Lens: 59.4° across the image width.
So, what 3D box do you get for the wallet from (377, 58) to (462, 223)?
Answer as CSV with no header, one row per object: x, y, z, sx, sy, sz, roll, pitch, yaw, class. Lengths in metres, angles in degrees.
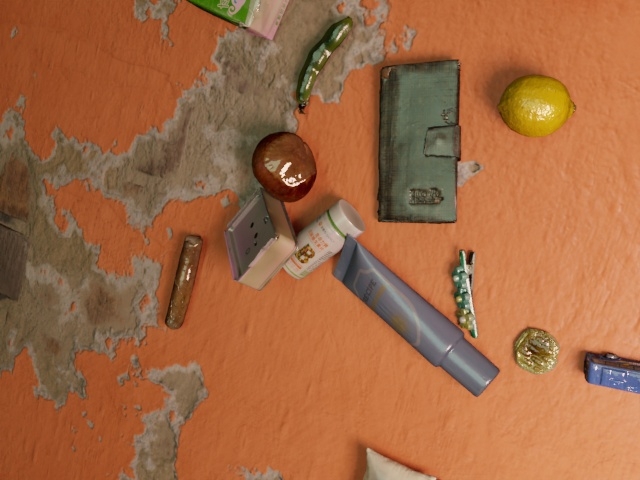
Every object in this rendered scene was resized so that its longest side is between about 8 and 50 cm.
0.194,-0.192,1.113,0.169,0.044,0.317,2,92,25,wallet

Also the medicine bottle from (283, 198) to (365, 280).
0.000,0.000,1.189,0.183,0.086,0.086,-39,74,22,medicine bottle

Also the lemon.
0.378,-0.235,0.985,0.133,0.109,0.109,7,94,10,lemon

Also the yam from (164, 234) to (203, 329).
-0.336,0.101,1.377,0.056,0.057,0.241,21,100,25,yam

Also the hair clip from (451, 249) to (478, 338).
0.278,0.103,1.079,0.049,0.049,0.173,-4,90,27,hair clip

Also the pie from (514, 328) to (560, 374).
0.396,0.204,1.028,0.084,0.020,0.084,0,90,27,pie

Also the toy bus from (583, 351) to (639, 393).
0.526,0.228,0.941,0.153,0.061,0.051,7,99,25,toy bus

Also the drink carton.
-0.204,-0.582,1.275,0.271,0.108,0.161,31,104,24,drink carton

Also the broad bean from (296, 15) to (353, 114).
-0.001,-0.382,1.214,0.069,0.039,0.227,35,106,29,broad bean

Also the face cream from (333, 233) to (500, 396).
0.176,0.148,1.102,0.385,0.086,0.136,41,141,21,face cream

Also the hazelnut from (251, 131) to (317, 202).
-0.083,-0.155,1.208,0.143,0.143,0.154,-31,94,24,hazelnut

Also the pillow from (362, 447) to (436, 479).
0.138,0.556,1.129,0.144,0.078,0.254,14,99,22,pillow

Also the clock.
-0.133,-0.004,1.214,0.147,0.071,0.192,-48,35,19,clock
